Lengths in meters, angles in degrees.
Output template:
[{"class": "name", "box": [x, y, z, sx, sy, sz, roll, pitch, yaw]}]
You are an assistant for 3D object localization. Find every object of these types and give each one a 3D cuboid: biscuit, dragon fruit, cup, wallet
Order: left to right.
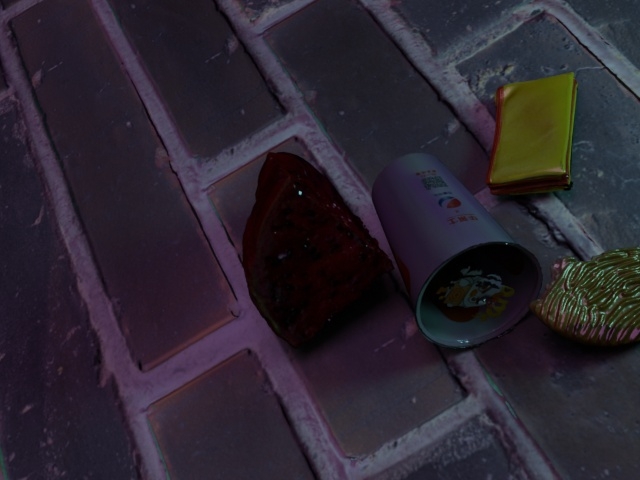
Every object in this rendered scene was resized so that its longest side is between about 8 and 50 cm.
[{"class": "dragon fruit", "box": [0.000, 0.000, 1.711, 0.240, 0.302, 0.330, 17, 25, 0]}, {"class": "cup", "box": [0.187, -0.002, 1.632, 0.203, 0.203, 0.288, -28, 42, 2]}, {"class": "wallet", "box": [0.350, -0.171, 1.763, 0.141, 0.067, 0.241, -7, 47, 26]}, {"class": "biscuit", "box": [0.420, 0.064, 1.521, 0.176, 0.031, 0.228, 42, 74, 17]}]
